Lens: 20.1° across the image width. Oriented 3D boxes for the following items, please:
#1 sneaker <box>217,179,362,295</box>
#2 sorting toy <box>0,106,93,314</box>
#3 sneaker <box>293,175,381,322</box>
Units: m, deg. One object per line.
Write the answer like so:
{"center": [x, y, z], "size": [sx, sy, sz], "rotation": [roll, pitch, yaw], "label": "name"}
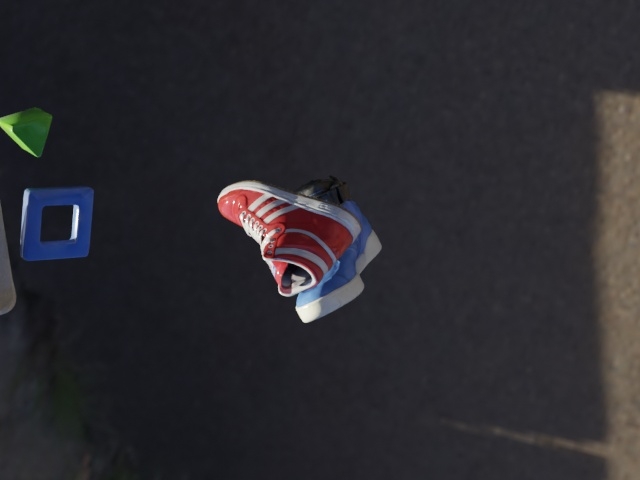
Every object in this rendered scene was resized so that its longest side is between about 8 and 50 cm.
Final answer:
{"center": [-0.036, -0.001, 1.259], "size": [0.118, 0.067, 0.042], "rotation": [13, 145, 35], "label": "sneaker"}
{"center": [-0.354, -0.010, 1.489], "size": [0.047, 0.348, 0.196], "rotation": [27, 130, 52], "label": "sorting toy"}
{"center": [-0.001, 0.000, 1.396], "size": [0.058, 0.152, 0.084], "rotation": [-24, 104, 25], "label": "sneaker"}
